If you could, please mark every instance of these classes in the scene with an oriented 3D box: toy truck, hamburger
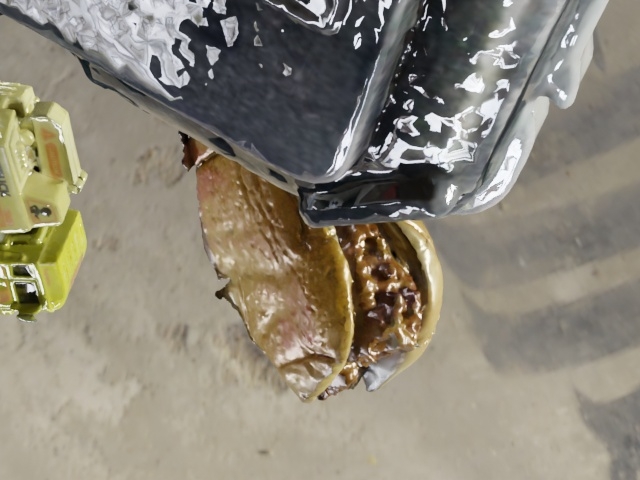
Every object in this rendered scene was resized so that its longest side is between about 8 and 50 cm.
[{"bbox_3d":[-0.321,-0.043,1.547,0.157,0.124,0.272,4,132,10],"label":"toy truck"},{"bbox_3d":[0.000,0.000,1.293,0.245,0.155,0.282,30,130,34],"label":"hamburger"}]

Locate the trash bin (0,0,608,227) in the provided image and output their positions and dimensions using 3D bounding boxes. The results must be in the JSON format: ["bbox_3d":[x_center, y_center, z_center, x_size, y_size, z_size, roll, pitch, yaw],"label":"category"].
[{"bbox_3d":[0.041,-0.227,0.481,0.256,0.367,0.296,29,144,9],"label":"trash bin"}]
